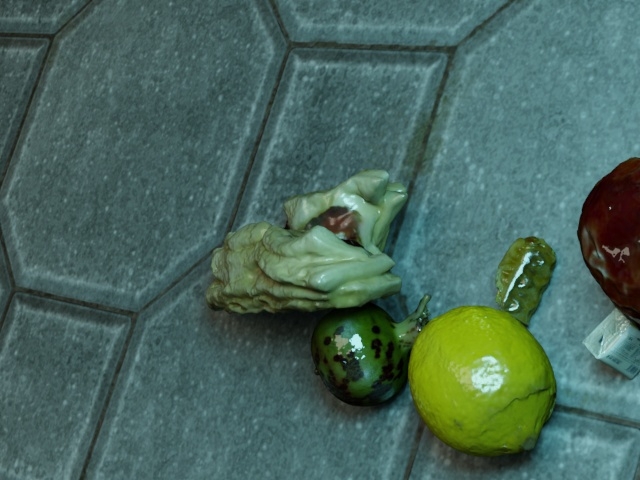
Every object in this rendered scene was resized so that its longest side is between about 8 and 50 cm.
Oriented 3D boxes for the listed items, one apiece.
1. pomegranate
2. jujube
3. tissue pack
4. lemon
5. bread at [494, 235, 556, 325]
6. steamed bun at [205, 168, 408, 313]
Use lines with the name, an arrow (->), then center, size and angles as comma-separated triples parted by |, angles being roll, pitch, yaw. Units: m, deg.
pomegranate -> 0.073, 0.145, 2.087 | 0.169, 0.148, 0.148 | -10, 58, -3
jujube -> 0.402, -0.005, 1.785 | 0.213, 0.232, 0.213 | 7, 101, 38
tissue pack -> 0.360, 0.123, 1.870 | 0.062, 0.083, 0.042 | -48, 46, 13
lemon -> 0.198, 0.171, 1.932 | 0.180, 0.180, 0.193 | -32, 33, 26
bread -> 0.258, 0.046, 2.011 | 0.066, 0.060, 0.110 | 23, 88, 29
steamed bun -> 0.000, 0.000, 2.151 | 0.428, 0.247, 0.189 | 173, 94, -68
